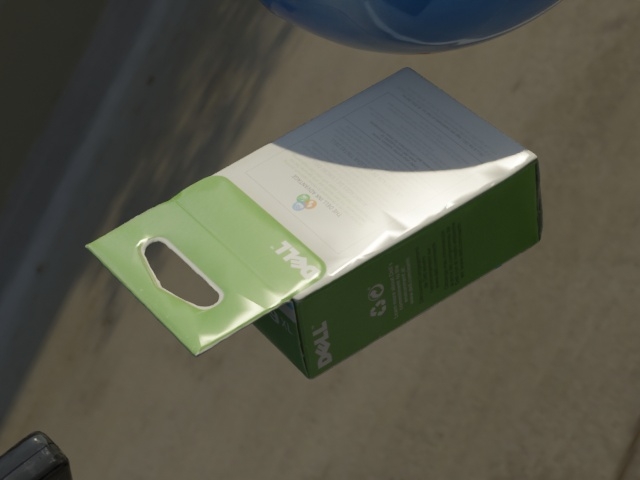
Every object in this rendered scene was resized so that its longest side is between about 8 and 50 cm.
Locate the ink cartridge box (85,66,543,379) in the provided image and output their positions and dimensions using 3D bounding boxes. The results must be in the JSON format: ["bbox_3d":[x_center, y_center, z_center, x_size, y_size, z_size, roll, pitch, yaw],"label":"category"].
[{"bbox_3d":[0.000,0.000,0.799,0.209,0.062,0.109,-30,47,-21],"label":"ink cartridge box"}]

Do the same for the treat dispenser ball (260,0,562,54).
[{"bbox_3d":[0.053,-0.253,0.906,0.288,0.288,0.288,-43,30,32],"label":"treat dispenser ball"}]

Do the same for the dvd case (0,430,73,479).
[{"bbox_3d":[-0.191,0.189,0.581,0.253,0.022,0.180,-37,-24,-24],"label":"dvd case"}]
